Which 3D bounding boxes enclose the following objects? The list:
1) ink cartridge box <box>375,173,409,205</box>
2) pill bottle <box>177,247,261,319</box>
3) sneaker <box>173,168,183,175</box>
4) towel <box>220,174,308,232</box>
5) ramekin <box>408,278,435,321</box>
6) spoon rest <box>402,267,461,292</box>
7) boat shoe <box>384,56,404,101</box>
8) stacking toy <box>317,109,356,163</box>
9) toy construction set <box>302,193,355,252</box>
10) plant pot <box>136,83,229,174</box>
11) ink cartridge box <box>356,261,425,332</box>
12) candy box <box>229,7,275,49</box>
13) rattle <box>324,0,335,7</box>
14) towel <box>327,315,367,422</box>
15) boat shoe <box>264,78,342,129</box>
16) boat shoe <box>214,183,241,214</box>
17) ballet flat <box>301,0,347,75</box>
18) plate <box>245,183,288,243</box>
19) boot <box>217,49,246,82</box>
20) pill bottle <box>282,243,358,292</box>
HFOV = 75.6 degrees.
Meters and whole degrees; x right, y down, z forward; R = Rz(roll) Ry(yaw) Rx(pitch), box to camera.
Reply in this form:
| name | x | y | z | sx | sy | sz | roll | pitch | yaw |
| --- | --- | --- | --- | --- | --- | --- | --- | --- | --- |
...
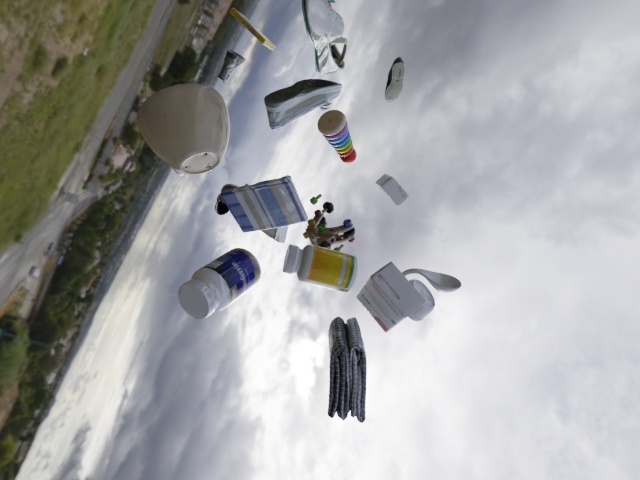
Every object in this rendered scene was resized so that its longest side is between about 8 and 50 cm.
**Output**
| name | x | y | z | sx | sy | sz | roll | pitch | yaw |
| --- | --- | --- | --- | --- | --- | --- | --- | --- | --- |
| ink cartridge box | 0.419 | -0.303 | 2.442 | 0.093 | 0.160 | 0.219 | -42 | -170 | 9 |
| pill bottle | -0.326 | 0.138 | 1.352 | 0.153 | 0.153 | 0.265 | -47 | 175 | 35 |
| sneaker | -0.601 | -0.413 | 1.816 | 0.099 | 0.121 | 0.262 | 89 | -16 | -79 |
| towel | -0.204 | -0.129 | 1.524 | 0.285 | 0.209 | 0.034 | -10 | -141 | 19 |
| ramekin | 0.479 | 0.291 | 2.069 | 0.109 | 0.207 | 0.207 | -42 | -150 | 28 |
| spoon rest | 0.484 | 0.174 | 1.829 | 0.137 | 0.277 | 0.084 | -72 | 165 | -66 |
| boat shoe | 0.384 | -0.826 | 2.133 | 0.233 | 0.084 | 0.079 | 98 | -8 | -53 |
| stacking toy | 0.102 | -0.490 | 2.053 | 0.141 | 0.330 | 0.141 | -9 | -118 | 18 |
| toy construction set | 0.000 | 0.000 | 1.939 | 0.237 | 0.257 | 0.308 | -42 | 156 | -26 |
| plant pot | -0.407 | -0.323 | 1.308 | 0.284 | 0.284 | 0.190 | -39 | -111 | 46 |
| ink cartridge box | 0.266 | 0.227 | 1.616 | 0.114 | 0.197 | 0.273 | -35 | 165 | -19 |
| candy box | -0.285 | -0.891 | 1.742 | 0.027 | 0.206 | 0.105 | -46 | 174 | 18 |
| rattle | 0.017 | -1.180 | 1.996 | 0.143 | 0.200 | 0.130 | 17 | -100 | 55 |
| towel | 0.081 | 0.430 | 1.394 | 0.235 | 0.122 | 0.283 | -99 | -171 | -78 |
| boat shoe | -0.053 | -0.473 | 1.404 | 0.320 | 0.118 | 0.103 | -35 | 140 | -34 |
| boat shoe | -0.441 | -0.190 | 1.989 | 0.335 | 0.112 | 0.095 | 165 | -63 | -66 |
| ballet flat | 0.027 | -0.715 | 1.439 | 0.400 | 0.139 | 0.139 | 50 | 64 | -79 |
| plate | -0.282 | -0.117 | 2.046 | 0.045 | 0.277 | 0.278 | -49 | 170 | -30 |
| boot | -0.489 | -0.933 | 2.224 | 0.161 | 0.084 | 0.246 | -57 | -172 | 21 |
| pill bottle | -0.002 | 0.078 | 1.233 | 0.117 | 0.209 | 0.117 | -166 | -90 | -80 |
